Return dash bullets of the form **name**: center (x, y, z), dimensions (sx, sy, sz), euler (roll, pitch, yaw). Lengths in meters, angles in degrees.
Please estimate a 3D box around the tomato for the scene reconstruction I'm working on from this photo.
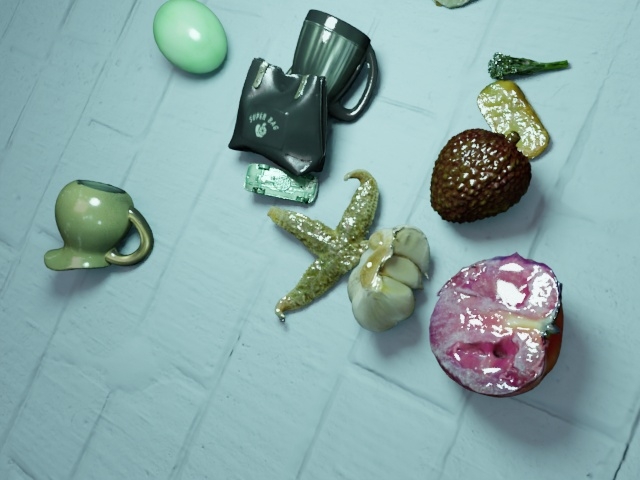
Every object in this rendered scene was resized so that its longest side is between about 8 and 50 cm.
- **tomato**: center (0.427, 0.199, 1.111), dimensions (0.290, 0.176, 0.335), euler (7, 77, 41)

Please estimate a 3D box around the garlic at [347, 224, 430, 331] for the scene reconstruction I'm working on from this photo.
- **garlic**: center (0.174, 0.105, 1.221), dimensions (0.185, 0.203, 0.281), euler (-10, 56, 52)

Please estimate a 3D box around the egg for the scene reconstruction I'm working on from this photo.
- **egg**: center (-0.434, -0.684, 1.572), dimensions (0.270, 0.220, 0.220), euler (39, 94, 10)

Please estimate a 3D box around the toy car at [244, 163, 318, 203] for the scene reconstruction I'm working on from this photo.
- **toy car**: center (-0.118, -0.171, 1.429), dimensions (0.224, 0.076, 0.090), euler (12, 86, 2)

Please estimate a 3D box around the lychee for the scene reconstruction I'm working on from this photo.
- **lychee**: center (0.391, -0.161, 1.169), dimensions (0.271, 0.236, 0.236), euler (-43, 67, 29)

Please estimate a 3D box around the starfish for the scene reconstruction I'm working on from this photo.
- **starfish**: center (0.000, 0.000, 1.333), dimensions (0.432, 0.082, 0.324), euler (-28, 84, 14)

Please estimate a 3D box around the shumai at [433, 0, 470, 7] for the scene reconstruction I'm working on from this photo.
- **shumai**: center (0.390, -0.790, 1.356), dimensions (0.201, 0.201, 0.120), euler (16, 44, 22)

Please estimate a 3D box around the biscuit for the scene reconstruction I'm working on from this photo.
- **biscuit**: center (0.515, -0.325, 1.257), dimensions (0.118, 0.029, 0.247), euler (-29, 71, 20)

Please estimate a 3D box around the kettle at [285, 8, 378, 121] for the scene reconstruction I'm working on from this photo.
- **kettle**: center (0.020, -0.507, 1.409), dimensions (0.271, 0.251, 0.207), euler (-63, 32, 14)

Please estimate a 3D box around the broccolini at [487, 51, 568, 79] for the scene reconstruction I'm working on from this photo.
- **broccolini**: center (0.555, -0.461, 1.262), dimensions (0.203, 0.091, 0.068), euler (11, 127, 10)

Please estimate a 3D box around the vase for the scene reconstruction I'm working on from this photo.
- **vase**: center (-0.723, -0.025, 1.564), dimensions (0.329, 0.241, 0.302), euler (18, 98, -4)

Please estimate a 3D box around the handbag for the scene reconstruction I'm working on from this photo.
- **handbag**: center (-0.116, -0.363, 1.364), dimensions (0.342, 0.152, 0.288), euler (24, 117, 27)
